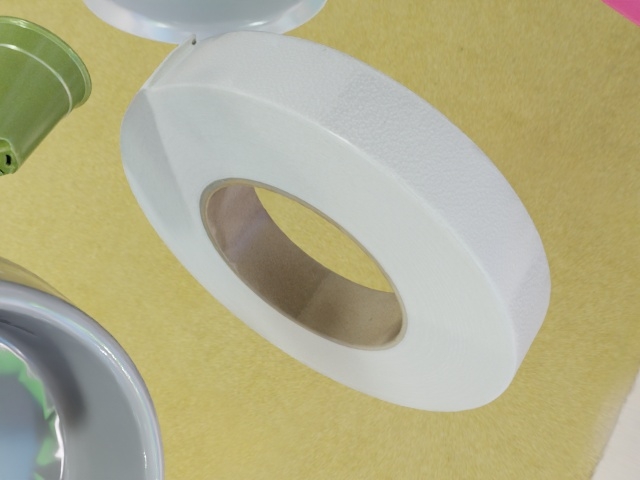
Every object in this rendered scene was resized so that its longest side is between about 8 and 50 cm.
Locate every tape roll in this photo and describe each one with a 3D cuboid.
[{"bbox_3d":[0.000,0.000,0.686,0.392,0.392,0.072,31,62,12],"label":"tape roll"}]

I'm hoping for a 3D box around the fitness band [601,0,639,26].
[{"bbox_3d":[0.217,-0.173,0.350,0.291,0.209,0.054,25,54,-18],"label":"fitness band"}]

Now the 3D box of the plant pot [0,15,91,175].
[{"bbox_3d":[-0.203,-0.086,0.518,0.083,0.083,0.079,9,57,10],"label":"plant pot"}]

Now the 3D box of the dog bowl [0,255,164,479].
[{"bbox_3d":[-0.251,0.172,0.507,0.102,0.349,0.349,4,81,45],"label":"dog bowl"}]

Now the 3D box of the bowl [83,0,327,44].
[{"bbox_3d":[-0.140,-0.354,0.968,0.298,0.298,0.134,-5,80,8],"label":"bowl"}]
